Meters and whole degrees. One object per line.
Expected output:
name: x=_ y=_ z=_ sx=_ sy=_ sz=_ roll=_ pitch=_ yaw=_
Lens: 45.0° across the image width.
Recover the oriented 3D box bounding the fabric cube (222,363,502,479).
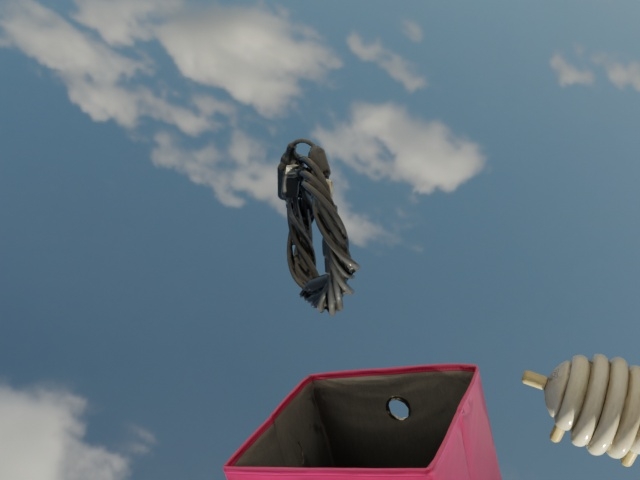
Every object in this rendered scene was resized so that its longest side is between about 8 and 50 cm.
fabric cube: x=0.075 y=0.325 z=0.946 sx=0.254 sy=0.258 sz=0.259 roll=-9 pitch=-167 yaw=26

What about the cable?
cable: x=0.000 y=0.000 z=0.765 sx=0.047 sy=0.185 sz=0.151 roll=-16 pitch=-127 yaw=-18

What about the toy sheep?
toy sheep: x=0.230 y=0.135 z=0.633 sx=0.132 sy=0.091 sz=0.091 roll=13 pitch=-147 yaw=11
